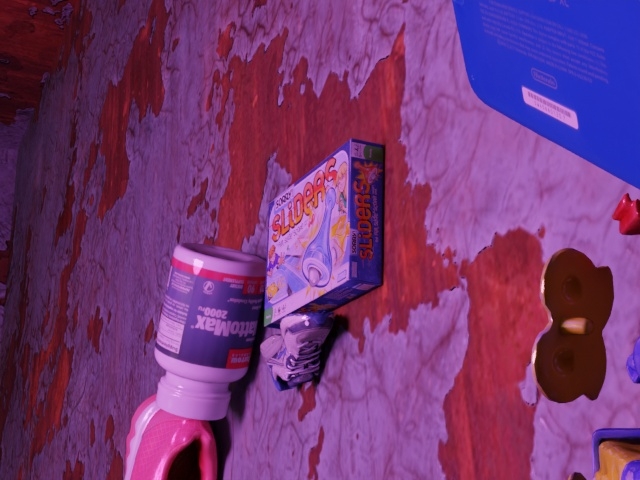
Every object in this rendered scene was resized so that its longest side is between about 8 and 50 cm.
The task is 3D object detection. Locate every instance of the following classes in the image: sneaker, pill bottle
[{"bbox_3d":[-0.016,0.108,1.108,0.135,0.052,0.058,126,137,-60],"label":"sneaker"},{"bbox_3d":[-0.188,0.334,1.330,0.136,0.116,0.313,-164,84,-66],"label":"sneaker"},{"bbox_3d":[-0.125,0.101,1.280,0.108,0.108,0.180,-152,72,-67],"label":"pill bottle"}]

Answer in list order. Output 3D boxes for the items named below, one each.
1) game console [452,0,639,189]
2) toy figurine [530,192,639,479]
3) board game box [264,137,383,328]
[{"bbox_3d":[0.204,-0.194,0.722,0.293,0.173,0.250,-131,23,-63],"label":"game console"},{"bbox_3d":[0.193,0.167,0.528,0.217,0.191,0.362,56,-148,-79],"label":"toy figurine"},{"bbox_3d":[0.000,0.000,1.116,0.201,0.035,0.136,146,130,-60],"label":"board game box"}]
